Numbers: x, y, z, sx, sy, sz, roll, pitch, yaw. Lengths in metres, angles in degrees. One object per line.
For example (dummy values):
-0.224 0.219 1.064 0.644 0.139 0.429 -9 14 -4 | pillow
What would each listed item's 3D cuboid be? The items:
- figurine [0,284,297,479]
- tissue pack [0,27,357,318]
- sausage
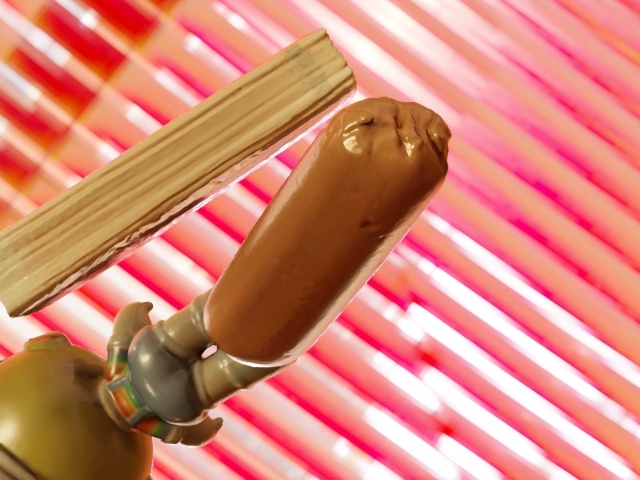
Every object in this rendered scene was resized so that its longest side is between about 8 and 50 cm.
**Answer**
-0.212 0.152 1.803 0.224 0.382 0.205 43 18 1 | figurine
-0.119 -0.053 1.574 0.071 0.325 0.170 57 -2 1 | tissue pack
-0.001 0.000 1.309 0.086 0.086 0.289 36 -38 -2 | sausage
